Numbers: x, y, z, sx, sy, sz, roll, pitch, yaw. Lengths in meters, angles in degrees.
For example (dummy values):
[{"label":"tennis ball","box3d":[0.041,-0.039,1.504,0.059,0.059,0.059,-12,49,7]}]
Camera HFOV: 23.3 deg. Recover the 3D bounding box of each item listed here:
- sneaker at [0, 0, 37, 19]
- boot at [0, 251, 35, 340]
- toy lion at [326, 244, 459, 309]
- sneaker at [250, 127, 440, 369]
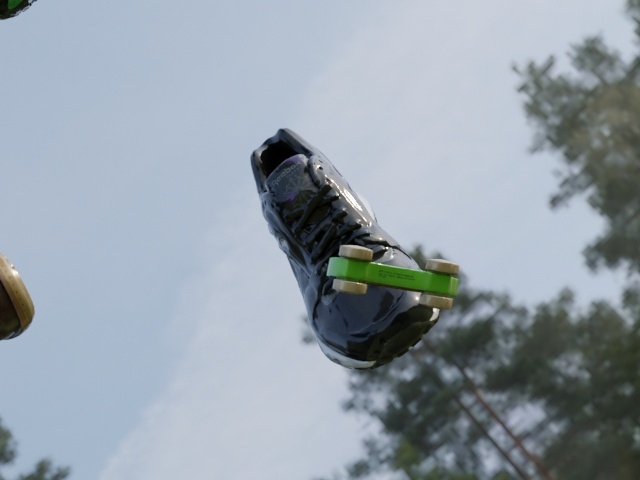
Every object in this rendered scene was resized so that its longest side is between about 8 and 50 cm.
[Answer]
[{"label":"sneaker","box3d":[-0.258,-0.354,1.279,0.146,0.134,0.344,4,-79,-14]},{"label":"boot","box3d":[-0.353,0.083,1.208,0.207,0.248,0.090,-35,-71,-34]},{"label":"toy lion","box3d":[0.052,0.026,1.103,0.100,0.096,0.034,10,-92,-11]},{"label":"sneaker","box3d":[0.000,0.000,1.280,0.107,0.283,0.124,-37,-60,1]}]
